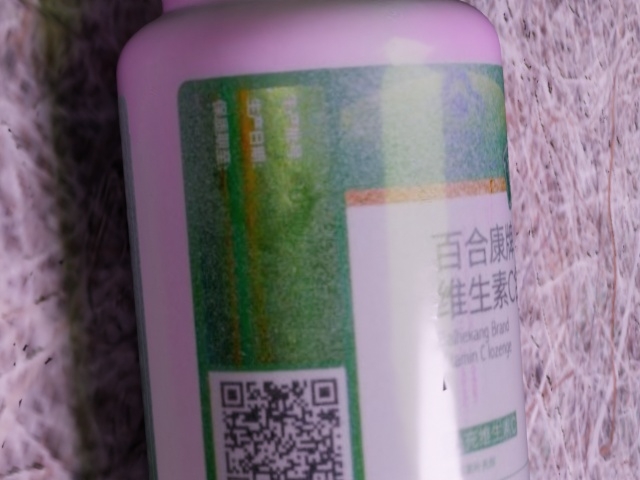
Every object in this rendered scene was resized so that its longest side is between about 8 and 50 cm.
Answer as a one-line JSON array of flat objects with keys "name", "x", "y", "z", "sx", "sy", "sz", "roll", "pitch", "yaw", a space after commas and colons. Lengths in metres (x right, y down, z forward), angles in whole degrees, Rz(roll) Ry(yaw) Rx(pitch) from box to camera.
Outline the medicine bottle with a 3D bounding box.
[{"name": "medicine bottle", "x": 0.000, "y": 0.000, "z": 0.481, "sx": 0.133, "sy": 0.133, "sz": 0.274, "roll": -11, "pitch": 97, "yaw": -57}]
